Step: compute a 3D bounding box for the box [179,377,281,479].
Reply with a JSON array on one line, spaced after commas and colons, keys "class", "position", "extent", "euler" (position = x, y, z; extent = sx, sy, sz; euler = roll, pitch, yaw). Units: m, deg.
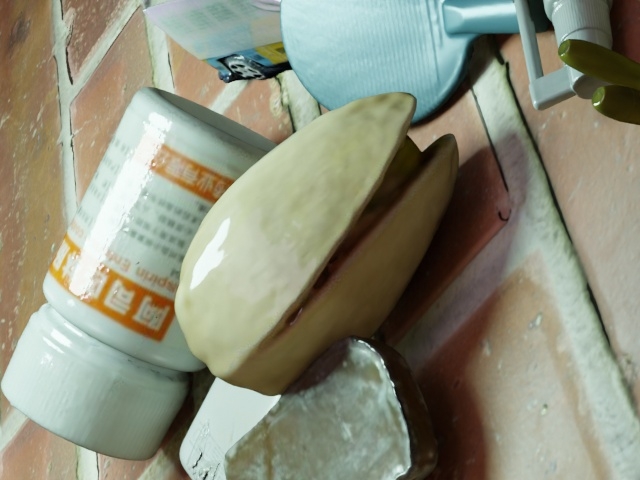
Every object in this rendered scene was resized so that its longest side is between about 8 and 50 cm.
[{"class": "box", "position": [-0.056, 0.137, 1.860], "extent": [0.285, 0.044, 0.142], "euler": [-62, 31, 9]}]

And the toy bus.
[{"class": "toy bus", "position": [-0.049, -0.297, 2.042], "extent": [0.386, 0.162, 0.171], "euler": [-5, 64, 58]}]

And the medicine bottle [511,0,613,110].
[{"class": "medicine bottle", "position": [0.215, -0.214, 1.613], "extent": [0.092, 0.061, 0.221], "euler": [-22, 48, 23]}]

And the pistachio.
[{"class": "pistachio", "position": [0.000, 0.000, 1.686], "extent": [0.318, 0.193, 0.214], "euler": [-50, 14, 6]}]

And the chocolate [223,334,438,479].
[{"class": "chocolate", "position": [0.022, 0.201, 1.640], "extent": [0.254, 0.080, 0.157], "euler": [-47, 49, 36]}]

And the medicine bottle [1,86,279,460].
[{"class": "medicine bottle", "position": [-0.187, 0.036, 1.983], "extent": [0.371, 0.211, 0.211], "euler": [-63, 28, 7]}]

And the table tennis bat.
[{"class": "table tennis bat", "position": [0.085, -0.217, 1.782], "extent": [0.329, 0.044, 0.215], "euler": [1, 104, 42]}]

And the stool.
[{"class": "stool", "position": [0.270, -0.145, 1.429], "extent": [0.135, 0.110, 0.134], "euler": [-15, 57, 57]}]
